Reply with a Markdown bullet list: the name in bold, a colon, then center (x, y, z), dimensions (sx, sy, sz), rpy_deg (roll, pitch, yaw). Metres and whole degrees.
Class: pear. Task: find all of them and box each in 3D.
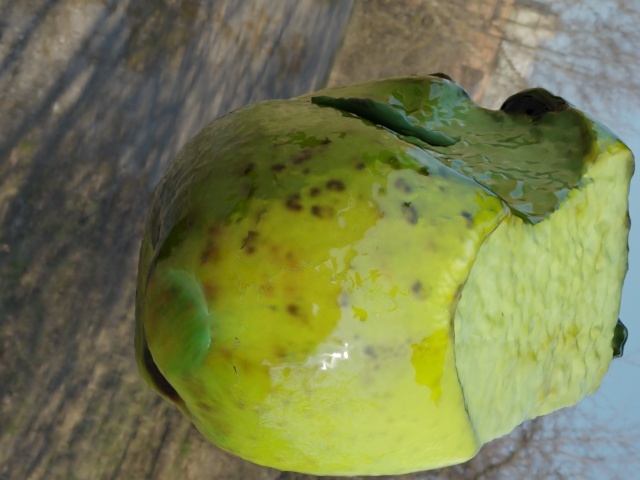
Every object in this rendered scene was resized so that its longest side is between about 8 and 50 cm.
- **pear**: center (0.000, 0.000, 0.484), dimensions (0.255, 0.238, 0.164), rpy_deg (-11, 112, -49)
